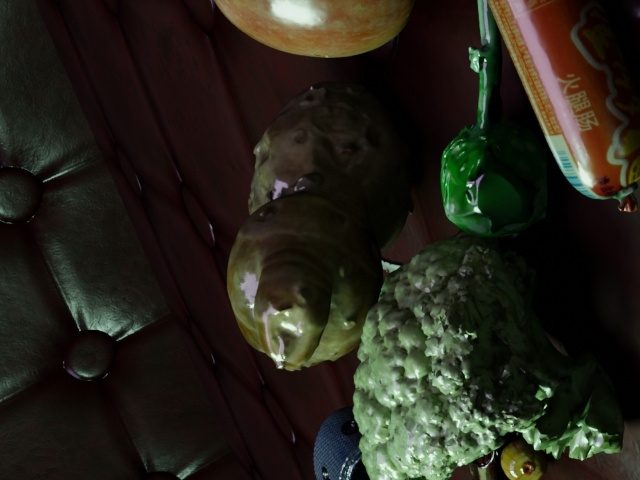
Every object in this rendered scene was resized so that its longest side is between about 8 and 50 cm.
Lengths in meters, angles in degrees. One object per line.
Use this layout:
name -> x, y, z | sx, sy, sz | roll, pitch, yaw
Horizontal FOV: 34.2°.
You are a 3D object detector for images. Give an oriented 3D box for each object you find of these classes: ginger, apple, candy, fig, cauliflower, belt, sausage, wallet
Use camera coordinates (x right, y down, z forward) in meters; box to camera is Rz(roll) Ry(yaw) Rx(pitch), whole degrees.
ginger -> 0.000, 0.000, 1.060 | 0.375, 0.176, 0.256 | -76, -4, -54
apple -> 0.003, -0.241, 0.833 | 0.173, 0.188, 0.188 | 18, 154, 3
candy -> 0.132, -0.151, 0.818 | 0.097, 0.097, 0.324 | 36, 140, 54
fig -> 0.220, 0.240, 1.155 | 0.050, 0.050, 0.083 | 65, 174, -7
cauliflower -> 0.158, 0.121, 0.937 | 0.250, 0.275, 0.272 | 17, 132, 7
belt -> 0.070, 0.360, 1.607 | 0.126, 0.139, 0.231 | 47, 159, 54
sausage -> 0.166, -0.137, 0.719 | 0.264, 0.083, 0.083 | 64, 162, -11
wallet -> 0.183, 0.241, 1.217 | 0.122, 0.031, 0.232 | -100, -2, -55

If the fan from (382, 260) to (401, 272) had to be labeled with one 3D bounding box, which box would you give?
fan -> 0.035, 0.018, 1.392 | 0.233, 0.012, 0.414 | 67, 162, -15
